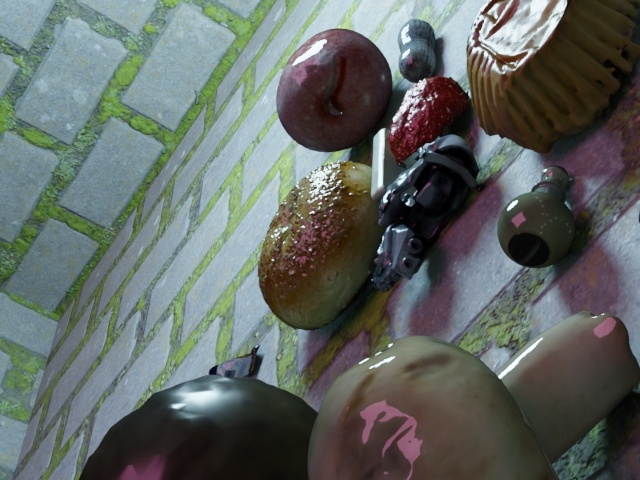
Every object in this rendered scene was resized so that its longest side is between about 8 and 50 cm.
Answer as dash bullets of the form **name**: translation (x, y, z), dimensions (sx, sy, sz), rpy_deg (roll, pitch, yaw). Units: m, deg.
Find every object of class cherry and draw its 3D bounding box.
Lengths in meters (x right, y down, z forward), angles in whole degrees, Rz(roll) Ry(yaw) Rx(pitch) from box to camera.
- **cherry**: translation (0.025, -0.285, 2.009), dimensions (0.236, 0.213, 0.285), rpy_deg (-29, 29, 7)

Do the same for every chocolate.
- **chocolate**: translation (0.177, -0.351, 1.925), dimensions (0.072, 0.072, 0.167), rpy_deg (-46, 25, 37)

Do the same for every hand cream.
- **hand cream**: translation (-0.160, 0.243, 2.014), dimensions (0.163, 0.039, 0.062), rpy_deg (-26, 37, 50)

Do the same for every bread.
- **bread**: translation (0.294, -0.253, 1.388), dimensions (0.274, 0.149, 0.274), rpy_deg (-42, 27, 28)
- **bread**: translation (0.000, 0.000, 1.754), dimensions (0.305, 0.159, 0.305), rpy_deg (-49, 23, 28)

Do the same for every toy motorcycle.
- **toy motorcycle**: translation (0.153, -0.052, 1.532), dimensions (0.159, 0.106, 0.270), rpy_deg (-38, 25, 60)

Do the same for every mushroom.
- **mushroom**: translation (0.162, 0.206, 0.990), dimensions (0.336, 0.314, 0.314), rpy_deg (-33, 15, -13)

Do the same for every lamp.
- **lamp**: translation (0.271, -0.038, 1.263), dimensions (0.091, 0.091, 0.163), rpy_deg (-41, 11, 44)

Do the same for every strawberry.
- **strawberry**: translation (0.160, -0.198, 1.691), dimensions (0.187, 0.082, 0.146), rpy_deg (-54, 12, -26)

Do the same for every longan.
- **longan**: translation (-0.114, 0.349, 1.205), dimensions (0.391, 0.391, 0.391), rpy_deg (-50, 22, 29)

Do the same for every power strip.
- **power strip**: translation (0.124, -0.111, 1.710), dimensions (0.035, 0.081, 0.192), rpy_deg (-48, 23, 34)

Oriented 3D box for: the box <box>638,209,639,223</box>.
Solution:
- **box**: translation (0.390, -0.078, 1.092), dimensions (0.126, 0.027, 0.125), rpy_deg (-36, 29, 53)
